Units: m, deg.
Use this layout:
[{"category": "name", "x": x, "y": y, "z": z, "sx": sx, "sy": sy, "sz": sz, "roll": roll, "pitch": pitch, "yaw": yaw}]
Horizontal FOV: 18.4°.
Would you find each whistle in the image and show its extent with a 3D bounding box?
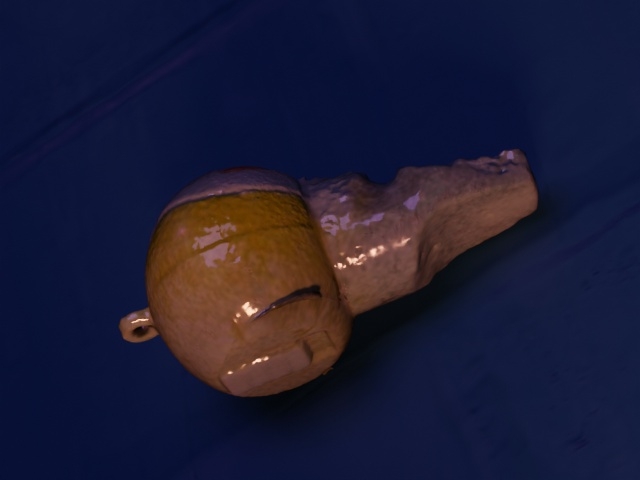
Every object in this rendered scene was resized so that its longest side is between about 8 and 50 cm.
[{"category": "whistle", "x": 0.000, "y": 0.000, "z": 1.000, "sx": 0.223, "sy": 0.123, "sz": 0.123, "roll": -23, "pitch": 41, "yaw": 3}]
